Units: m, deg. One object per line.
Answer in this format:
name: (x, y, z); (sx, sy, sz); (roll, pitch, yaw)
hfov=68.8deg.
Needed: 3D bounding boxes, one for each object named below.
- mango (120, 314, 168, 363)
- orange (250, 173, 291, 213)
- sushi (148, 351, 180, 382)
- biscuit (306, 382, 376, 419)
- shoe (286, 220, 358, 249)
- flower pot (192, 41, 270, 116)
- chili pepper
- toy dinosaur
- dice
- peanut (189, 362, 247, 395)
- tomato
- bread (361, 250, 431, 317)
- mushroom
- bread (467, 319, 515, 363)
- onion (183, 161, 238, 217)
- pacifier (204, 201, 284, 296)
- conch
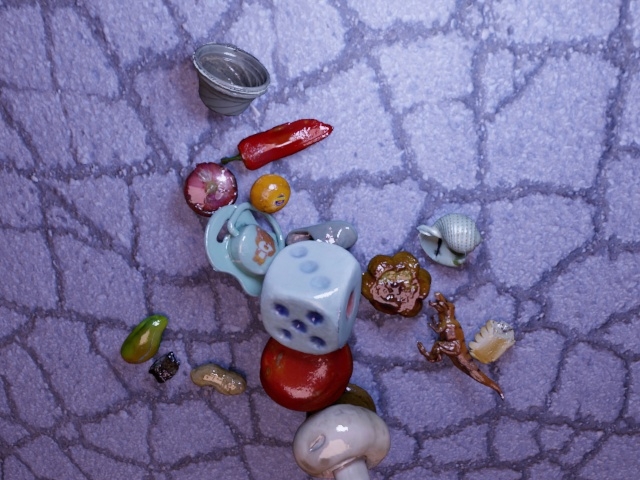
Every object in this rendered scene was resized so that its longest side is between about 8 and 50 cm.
mango: (-0.667, 0.381, 1.785); (0.233, 0.111, 0.125); (-45, 116, 6)
orange: (-0.168, -0.155, 1.526); (0.118, 0.136, 0.135); (31, 115, 30)
sushi: (-0.615, 0.505, 1.844); (0.094, 0.098, 0.084); (-29, 103, 34)
biscuit: (0.081, 0.680, 1.854); (0.296, 0.075, 0.295); (1, 113, 3)
shoe: (0.000, 0.000, 1.586); (0.251, 0.100, 0.103); (-8, 109, 10)
flower pot: (-0.275, -0.463, 1.384); (0.236, 0.235, 0.140); (30, 133, -7)
chili pepper: (-0.144, -0.302, 1.476); (0.388, 0.110, 0.110); (-18, 109, 8)
toy dinosaur: (0.465, 0.397, 1.683); (0.208, 0.097, 0.432); (-29, 88, 25)
dice: (-0.025, 0.178, 1.490); (0.263, 0.268, 0.264); (11, 132, 17)
peanut: (-0.400, 0.544, 1.832); (0.230, 0.098, 0.103); (20, 85, 0)
tomato: (-0.047, 0.441, 1.645); (0.325, 0.293, 0.290); (-44, 63, -11)
bread: (0.256, 0.148, 1.603); (0.247, 0.135, 0.232); (18, 99, 2)
mushroom: (0.095, 0.733, 1.658); (0.325, 0.353, 0.353); (-42, 106, -23)
bread: (0.612, 0.362, 1.683); (0.119, 0.084, 0.177); (35, 110, -7)
onion: (-0.367, -0.166, 1.540); (0.184, 0.147, 0.183); (-1, 92, -34)
pacifier: (-0.271, 0.028, 1.579); (0.269, 0.288, 0.343); (-6, 137, 41)
conch: (0.429, -0.017, 1.529); (0.200, 0.131, 0.172); (29, 144, 35)
